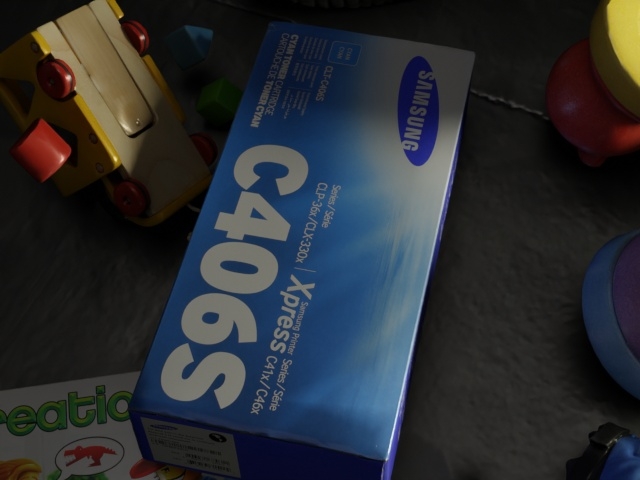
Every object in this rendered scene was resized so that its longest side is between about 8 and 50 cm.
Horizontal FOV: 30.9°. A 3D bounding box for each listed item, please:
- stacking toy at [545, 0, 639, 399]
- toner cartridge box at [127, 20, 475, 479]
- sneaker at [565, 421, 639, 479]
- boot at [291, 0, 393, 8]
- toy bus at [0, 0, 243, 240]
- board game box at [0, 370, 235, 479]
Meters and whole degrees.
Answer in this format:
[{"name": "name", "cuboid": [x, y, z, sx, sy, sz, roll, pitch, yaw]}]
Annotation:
[{"name": "stacking toy", "cuboid": [0.302, -0.022, 0.852, 0.280, 0.130, 0.308, 6, 68, -22]}, {"name": "toner cartridge box", "cuboid": [0.000, 0.000, 0.813, 0.165, 0.075, 0.347, 10, 55, 7]}, {"name": "sneaker", "cuboid": [0.228, 0.144, 0.783, 0.152, 0.058, 0.085, -27, 31, -32]}, {"name": "boot", "cuboid": [0.076, -0.325, 0.982, 0.338, 0.118, 0.222, -7, 60, -7]}, {"name": "toy bus", "cuboid": [-0.163, -0.078, 0.878, 0.104, 0.191, 0.202, -21, 59, 41]}, {"name": "board game box", "cuboid": [-0.142, 0.190, 0.790, 0.305, 0.053, 0.192, -8, 66, 0]}]
